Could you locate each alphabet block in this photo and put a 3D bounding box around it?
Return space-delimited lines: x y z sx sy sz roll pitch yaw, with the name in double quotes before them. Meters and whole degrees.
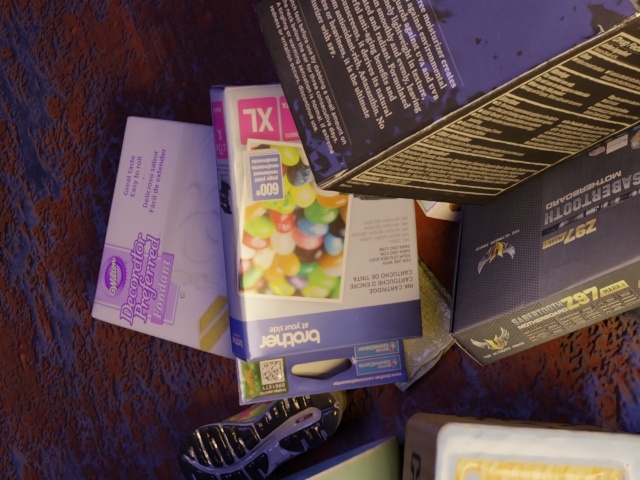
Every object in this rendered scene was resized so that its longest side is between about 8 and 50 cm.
"alphabet block" 0.171 0.251 1.246 0.192 0.197 0.193 6 85 -3

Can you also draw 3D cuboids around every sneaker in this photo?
"sneaker" -0.055 0.206 1.535 0.208 0.094 0.081 -24 92 22

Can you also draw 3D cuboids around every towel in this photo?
"towel" 0.079 0.069 1.490 0.110 0.027 0.148 -48 59 22

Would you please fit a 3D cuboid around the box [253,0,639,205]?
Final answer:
"box" 0.161 -0.172 1.211 0.294 0.296 0.182 -26 75 29

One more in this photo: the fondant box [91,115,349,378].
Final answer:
"fondant box" -0.097 0.002 1.572 0.330 0.096 0.238 11 91 45

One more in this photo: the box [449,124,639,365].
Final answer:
"box" 0.229 -0.005 1.311 0.233 0.059 0.183 -25 38 34

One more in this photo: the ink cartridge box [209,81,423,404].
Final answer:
"ink cartridge box" 0.000 0.000 1.400 0.065 0.186 0.311 -162 67 -70

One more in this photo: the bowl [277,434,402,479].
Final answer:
"bowl" -0.036 0.320 1.396 0.311 0.311 0.163 -29 82 31

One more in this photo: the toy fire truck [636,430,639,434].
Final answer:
"toy fire truck" 0.342 0.247 1.196 0.254 0.169 0.302 -1 82 56

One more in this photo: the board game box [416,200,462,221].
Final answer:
"board game box" 0.151 -0.240 1.448 0.319 0.066 0.318 -43 62 25
